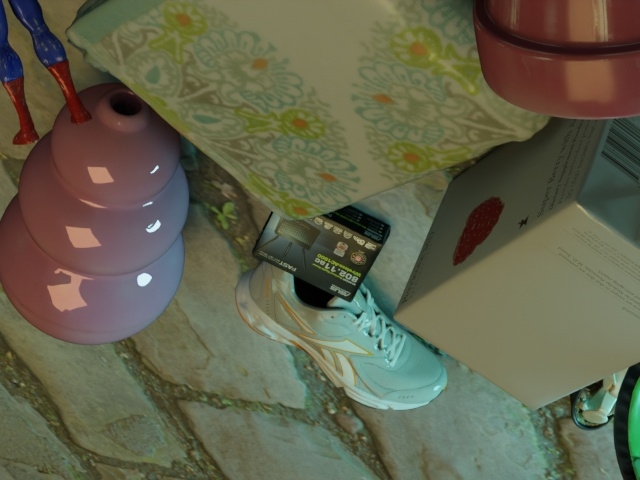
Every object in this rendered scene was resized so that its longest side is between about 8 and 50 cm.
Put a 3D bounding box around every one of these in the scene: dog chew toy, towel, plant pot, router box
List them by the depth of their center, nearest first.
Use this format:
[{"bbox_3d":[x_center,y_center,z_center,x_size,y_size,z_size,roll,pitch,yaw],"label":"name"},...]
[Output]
[{"bbox_3d":[0.203,-0.212,1.114,0.201,0.201,0.180,8,128,26],"label":"plant pot"},{"bbox_3d":[-0.020,-0.169,1.412,0.320,0.090,0.374,39,146,-25],"label":"towel"},{"bbox_3d":[-0.230,-0.037,1.653,0.206,0.207,0.332,24,139,2],"label":"dog chew toy"},{"bbox_3d":[0.000,0.000,1.658,0.122,0.038,0.092,26,129,-2],"label":"router box"}]

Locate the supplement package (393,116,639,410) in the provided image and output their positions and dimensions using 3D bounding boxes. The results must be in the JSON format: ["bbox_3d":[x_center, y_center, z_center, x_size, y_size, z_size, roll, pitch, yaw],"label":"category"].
[{"bbox_3d":[0.229,0.002,1.400,0.175,0.177,0.293,33,146,-13],"label":"supplement package"}]

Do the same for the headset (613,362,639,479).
[{"bbox_3d":[0.431,0.125,1.399,0.394,0.243,0.185,-35,147,23],"label":"headset"}]

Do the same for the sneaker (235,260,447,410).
[{"bbox_3d":[0.035,0.096,1.750,0.262,0.099,0.121,29,143,-8],"label":"sneaker"}]

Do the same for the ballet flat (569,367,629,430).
[{"bbox_3d":[0.315,0.148,1.654,0.074,0.074,0.203,27,148,-2],"label":"ballet flat"}]

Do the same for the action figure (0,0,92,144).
[{"bbox_3d":[-0.308,-0.234,1.473,0.139,0.091,0.280,15,125,67],"label":"action figure"}]
